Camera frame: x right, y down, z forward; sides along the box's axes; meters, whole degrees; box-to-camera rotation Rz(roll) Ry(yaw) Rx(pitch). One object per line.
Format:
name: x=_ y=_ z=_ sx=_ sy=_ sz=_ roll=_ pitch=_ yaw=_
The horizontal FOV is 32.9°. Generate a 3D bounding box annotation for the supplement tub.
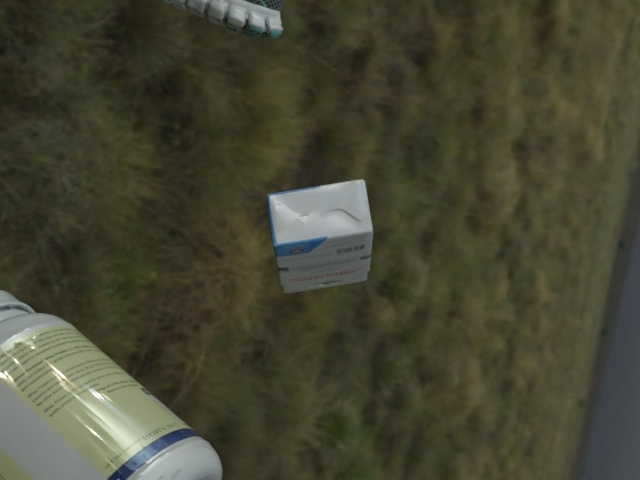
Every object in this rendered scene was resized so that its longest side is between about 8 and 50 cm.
supplement tub: x=-0.294 y=0.226 z=1.171 sx=0.235 sy=0.324 sz=0.235 roll=-46 pitch=160 yaw=-21

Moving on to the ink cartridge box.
ink cartridge box: x=0.000 y=0.000 z=0.547 sx=0.083 sy=0.048 sz=0.028 roll=89 pitch=-7 yaw=-71

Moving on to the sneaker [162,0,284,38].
sneaker: x=-0.098 y=-0.217 z=0.841 sx=0.065 sy=0.166 sz=0.076 roll=-153 pitch=-97 yaw=-80
